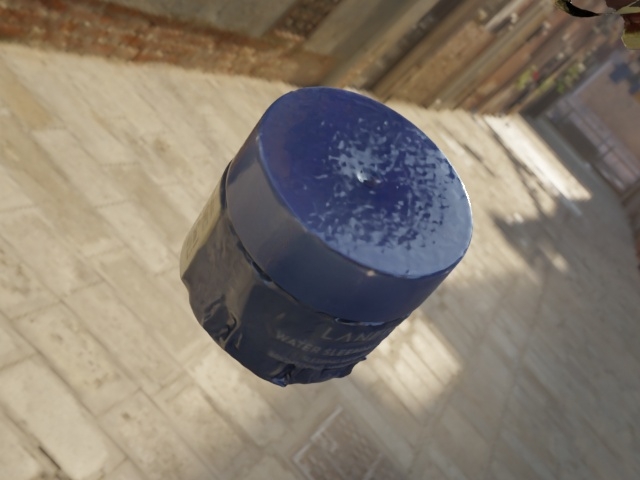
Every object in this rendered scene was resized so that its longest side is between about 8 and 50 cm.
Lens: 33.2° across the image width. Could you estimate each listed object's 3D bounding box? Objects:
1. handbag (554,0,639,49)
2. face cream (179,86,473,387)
[{"bbox_3d":[0.260,-0.214,0.671,0.213,0.235,0.127,17,43,-44],"label":"handbag"},{"bbox_3d":[0.000,0.000,1.132,0.249,0.225,0.249,17,47,-20],"label":"face cream"}]
